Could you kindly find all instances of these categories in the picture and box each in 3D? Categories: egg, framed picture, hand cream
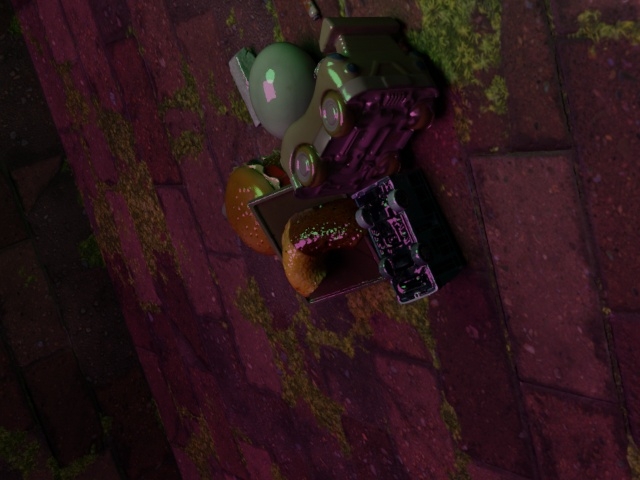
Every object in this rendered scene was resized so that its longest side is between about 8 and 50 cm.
[{"bbox_3d":[-0.077,-0.336,1.788,0.168,0.168,0.231,23,133,46],"label":"egg"},{"bbox_3d":[0.000,0.000,1.847,0.232,0.024,0.315,-20,113,19],"label":"framed picture"},{"bbox_3d":[-0.031,-0.530,1.732,0.102,0.022,0.035,62,155,11],"label":"hand cream"}]

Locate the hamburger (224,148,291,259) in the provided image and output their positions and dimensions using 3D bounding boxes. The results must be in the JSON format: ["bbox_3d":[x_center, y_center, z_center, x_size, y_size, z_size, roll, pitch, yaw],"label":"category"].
[{"bbox_3d":[-0.120,-0.085,1.974,0.274,0.212,0.274,33,136,39],"label":"hamburger"}]

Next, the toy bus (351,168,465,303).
[{"bbox_3d":[0.188,-0.011,1.650,0.128,0.147,0.256,-27,85,46],"label":"toy bus"}]

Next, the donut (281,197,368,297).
[{"bbox_3d":[-0.005,0.005,1.771,0.151,0.112,0.295,34,119,-13],"label":"donut"}]

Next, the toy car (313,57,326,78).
[{"bbox_3d":[0.040,-0.338,1.727,0.069,0.055,0.142,20,147,44],"label":"toy car"}]

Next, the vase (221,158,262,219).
[{"bbox_3d":[-0.206,-0.140,2.186,0.086,0.086,0.214,53,141,17],"label":"vase"}]

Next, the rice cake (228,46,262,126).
[{"bbox_3d":[-0.167,-0.380,1.981,0.069,0.063,0.206,-19,95,59],"label":"rice cake"}]

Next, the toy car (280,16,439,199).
[{"bbox_3d":[0.059,-0.258,1.588,0.226,0.242,0.336,66,149,24],"label":"toy car"}]
